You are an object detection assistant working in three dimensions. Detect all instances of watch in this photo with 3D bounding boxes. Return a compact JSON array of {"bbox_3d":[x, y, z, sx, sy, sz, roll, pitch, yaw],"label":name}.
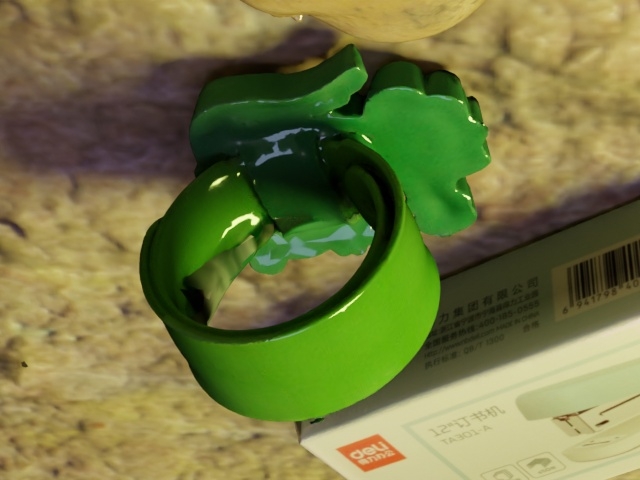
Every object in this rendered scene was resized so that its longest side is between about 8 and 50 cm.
[{"bbox_3d":[0.000,0.000,0.863,0.165,0.152,0.131,-8,137,14],"label":"watch"}]

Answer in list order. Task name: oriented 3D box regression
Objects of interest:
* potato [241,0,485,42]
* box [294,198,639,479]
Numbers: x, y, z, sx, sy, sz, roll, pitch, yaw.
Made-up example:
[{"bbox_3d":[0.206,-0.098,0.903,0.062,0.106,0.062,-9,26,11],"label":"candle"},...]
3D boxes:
[{"bbox_3d":[0.021,-0.133,0.736,0.147,0.112,0.112,-5,141,21],"label":"potato"},{"bbox_3d":[0.128,0.074,1.003,0.269,0.079,0.135,-23,134,28],"label":"box"}]
